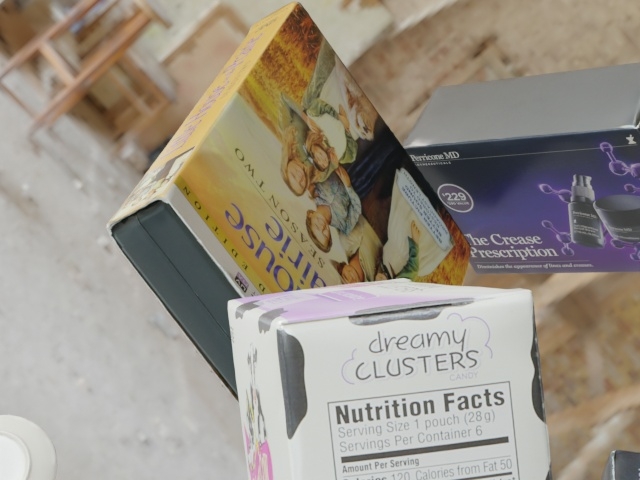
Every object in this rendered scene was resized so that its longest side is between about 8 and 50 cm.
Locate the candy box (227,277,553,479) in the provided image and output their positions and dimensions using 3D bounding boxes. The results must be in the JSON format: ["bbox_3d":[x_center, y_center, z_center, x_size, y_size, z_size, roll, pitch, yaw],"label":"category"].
[{"bbox_3d":[0.021,0.112,0.433,0.165,0.070,0.196,173,-90,-82],"label":"candy box"}]

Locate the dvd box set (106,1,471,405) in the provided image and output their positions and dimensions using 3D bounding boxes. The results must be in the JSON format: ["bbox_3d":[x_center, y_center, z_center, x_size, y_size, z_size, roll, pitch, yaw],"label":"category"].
[{"bbox_3d":[0.000,0.000,1.177,0.307,0.062,0.420,54,26,-15],"label":"dvd box set"}]

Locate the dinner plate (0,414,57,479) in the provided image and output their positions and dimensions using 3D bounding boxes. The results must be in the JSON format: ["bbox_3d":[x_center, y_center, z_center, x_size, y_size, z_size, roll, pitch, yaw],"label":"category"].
[{"bbox_3d":[-0.337,0.237,1.437,0.141,0.141,0.017,56,-11,36],"label":"dinner plate"}]

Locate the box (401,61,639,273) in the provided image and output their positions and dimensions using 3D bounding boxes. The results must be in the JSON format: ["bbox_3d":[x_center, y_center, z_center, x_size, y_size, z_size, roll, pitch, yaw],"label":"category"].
[{"bbox_3d":[0.237,-0.063,1.365,0.261,0.103,0.184,-3,-49,41],"label":"box"}]

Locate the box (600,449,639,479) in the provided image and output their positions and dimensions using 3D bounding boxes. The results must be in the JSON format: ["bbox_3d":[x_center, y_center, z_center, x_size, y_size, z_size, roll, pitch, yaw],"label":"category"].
[{"bbox_3d":[0.442,0.448,1.224,0.479,0.472,0.297,94,3,-47],"label":"box"}]
